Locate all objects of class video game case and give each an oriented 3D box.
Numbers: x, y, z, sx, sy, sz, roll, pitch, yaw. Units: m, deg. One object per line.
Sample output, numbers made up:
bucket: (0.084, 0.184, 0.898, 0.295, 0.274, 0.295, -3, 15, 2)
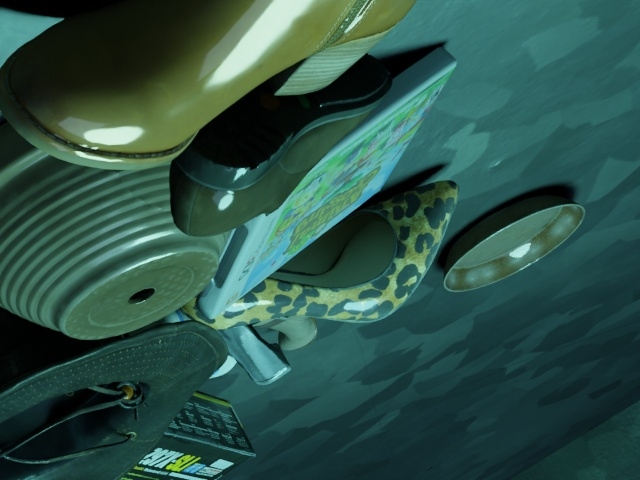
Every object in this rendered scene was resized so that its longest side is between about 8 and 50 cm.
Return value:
video game case: (0.003, -0.043, 1.243, 0.212, 0.023, 0.193, -38, 168, -32)

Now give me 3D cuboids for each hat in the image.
hat: (-0.245, 0.121, 1.270, 0.331, 0.134, 0.331, -30, 161, -11)

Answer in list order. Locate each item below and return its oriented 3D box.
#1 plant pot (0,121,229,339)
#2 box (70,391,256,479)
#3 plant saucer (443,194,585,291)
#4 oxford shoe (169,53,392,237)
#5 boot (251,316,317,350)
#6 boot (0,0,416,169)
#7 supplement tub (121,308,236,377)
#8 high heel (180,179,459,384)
plant pot: (-0.147, -0.005, 1.113, 0.237, 0.109, 0.237, -23, 160, -9)
box: (-0.241, 0.240, 1.645, 0.257, 0.079, 0.322, -33, 160, 10)
plant saucer: (0.199, -0.001, 1.683, 0.168, 0.029, 0.168, -23, 159, -10)
oxford shoe: (-0.032, -0.071, 1.070, 0.227, 0.083, 0.096, -35, 155, -46)
boot: (-0.038, 0.075, 1.562, 0.087, 0.042, 0.118, -2, 147, -39)
boot: (-0.033, -0.149, 0.898, 0.283, 0.109, 0.220, -13, 157, -39)
supplement tub: (-0.126, 0.089, 1.426, 0.071, 0.071, 0.107, -37, 157, 24)
high heel: (0.000, 0.000, 1.382, 0.261, 0.093, 0.186, -40, 138, -3)
